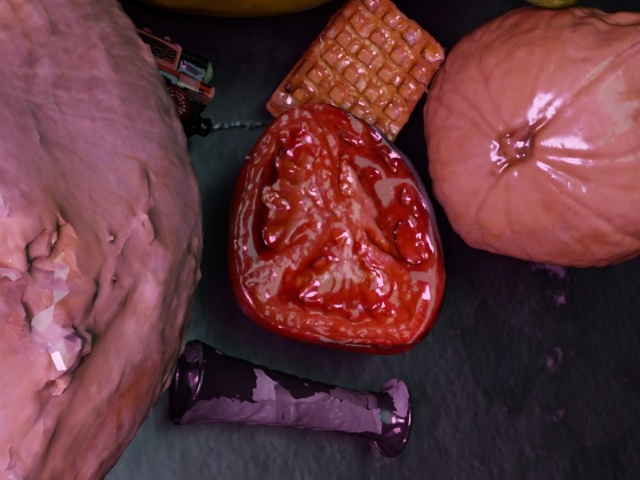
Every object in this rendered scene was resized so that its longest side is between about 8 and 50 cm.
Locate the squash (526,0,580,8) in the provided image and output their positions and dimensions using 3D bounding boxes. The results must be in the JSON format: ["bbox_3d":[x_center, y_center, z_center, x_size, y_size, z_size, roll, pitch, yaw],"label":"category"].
[{"bbox_3d":[0.169,-0.302,0.836,0.107,0.107,0.395,30,35,-16],"label":"squash"}]

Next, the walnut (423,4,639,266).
[{"bbox_3d":[0.192,-0.082,0.788,0.228,0.228,0.228,8,71,-25],"label":"walnut"}]

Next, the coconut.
[{"bbox_3d":[-0.240,0.001,0.450,0.404,0.404,0.405,8,71,-25],"label":"coconut"}]

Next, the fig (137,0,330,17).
[{"bbox_3d":[-0.038,-0.256,0.748,0.314,0.233,0.233,13,65,-58],"label":"fig"}]

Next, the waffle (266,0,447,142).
[{"bbox_3d":[0.032,-0.128,0.812,0.102,0.042,0.148,40,61,-11],"label":"waffle"}]

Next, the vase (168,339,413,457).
[{"bbox_3d":[-0.018,0.112,0.704,0.167,0.059,0.059,14,69,-23],"label":"vase"}]

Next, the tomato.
[{"bbox_3d":[0.007,-0.004,0.738,0.166,0.082,0.174,11,74,-19],"label":"tomato"}]

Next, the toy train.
[{"bbox_3d":[-0.138,-0.122,0.721,0.138,0.050,0.087,22,62,-20],"label":"toy train"}]
